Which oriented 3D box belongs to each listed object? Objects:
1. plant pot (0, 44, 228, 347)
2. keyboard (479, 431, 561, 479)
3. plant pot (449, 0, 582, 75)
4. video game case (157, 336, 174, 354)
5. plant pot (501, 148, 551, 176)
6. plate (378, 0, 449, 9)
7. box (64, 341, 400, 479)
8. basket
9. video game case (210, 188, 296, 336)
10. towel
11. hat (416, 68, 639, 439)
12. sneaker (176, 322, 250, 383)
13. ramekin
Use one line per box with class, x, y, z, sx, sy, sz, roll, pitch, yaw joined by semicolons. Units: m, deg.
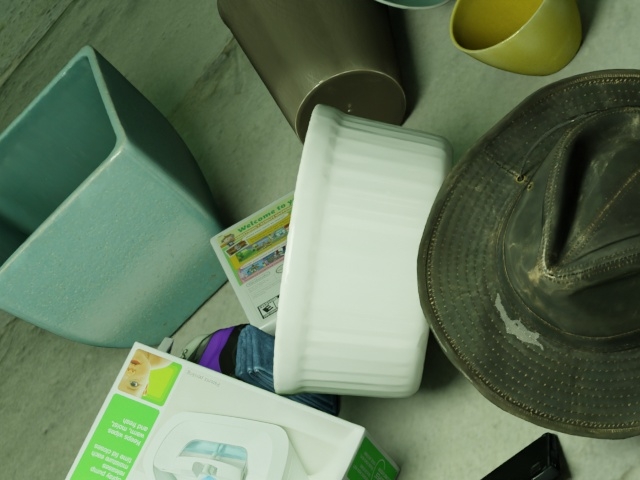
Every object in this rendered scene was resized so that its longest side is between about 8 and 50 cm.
plant pot;-0.237;-0.022;2.013;0.247;0.252;0.248;-45;35;13
keyboard;0.138;0.250;1.523;0.192;0.038;0.100;-40;12;20
plant pot;0.214;-0.223;1.794;0.134;0.095;0.134;-30;40;30
video game case;-0.175;0.166;1.775;0.087;0.011;0.122;-68;-6;-76
plant pot;0.189;0.029;1.547;0.167;0.167;0.165;-15;56;43
plate;0.070;-0.320;1.999;0.188;0.188;0.024;-95;23;-45
box;-0.098;0.254;1.628;0.262;0.127;0.231;19;72;27
basket;0.007;-0.214;1.983;0.227;0.204;0.154;-111;22;-43
video game case;0.000;0.000;1.856;0.212;0.023;0.193;-30;35;0
towel;-0.031;0.132;1.744;0.029;0.119;0.067;-37;37;33
hat;0.237;-0.008;1.407;0.331;0.134;0.331;-2;73;6
sneaker;-0.094;0.201;1.772;0.146;0.102;0.293;-22;44;37
ramekin;0.043;0.018;1.634;0.135;0.277;0.277;8;56;4
